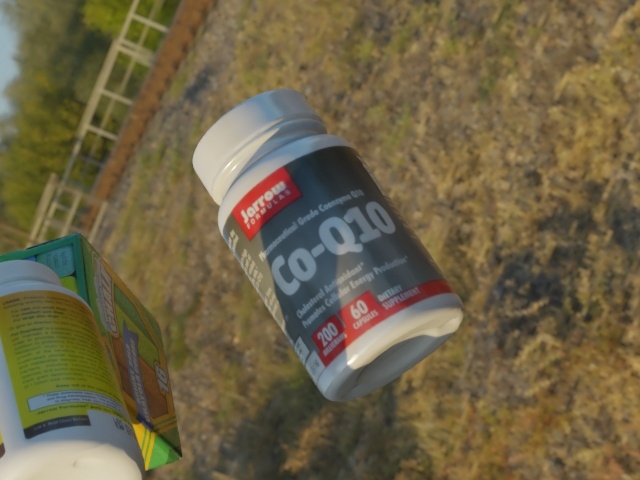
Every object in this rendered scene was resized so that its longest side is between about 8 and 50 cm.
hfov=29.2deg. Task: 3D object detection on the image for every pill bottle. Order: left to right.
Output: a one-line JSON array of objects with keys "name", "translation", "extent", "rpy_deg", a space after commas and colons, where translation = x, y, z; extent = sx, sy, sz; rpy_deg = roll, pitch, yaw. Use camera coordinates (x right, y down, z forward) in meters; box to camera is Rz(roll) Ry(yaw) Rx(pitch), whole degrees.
[{"name": "pill bottle", "translation": [-0.213, 0.113, 0.924], "extent": [0.117, 0.117, 0.215], "rpy_deg": [-61, 38, 29]}, {"name": "pill bottle", "translation": [0.000, 0.000, 1.200], "extent": [0.283, 0.161, 0.161], "rpy_deg": [56, 140, 20]}]

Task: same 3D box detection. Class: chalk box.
[{"name": "chalk box", "translation": [-0.281, 0.122, 1.247], "extent": [0.289, 0.179, 0.180], "rpy_deg": [63, -169, -59]}]
